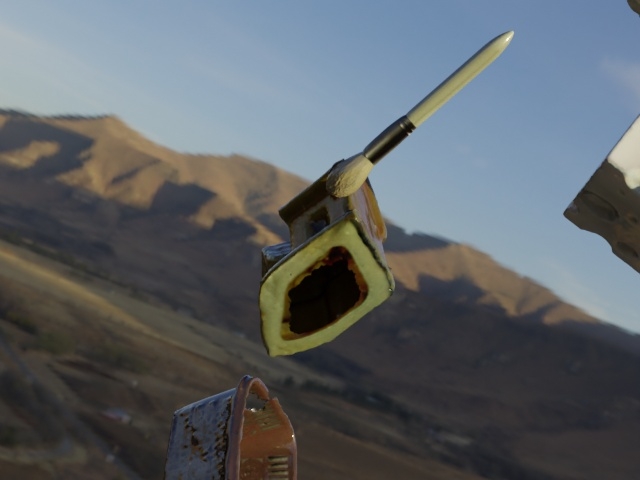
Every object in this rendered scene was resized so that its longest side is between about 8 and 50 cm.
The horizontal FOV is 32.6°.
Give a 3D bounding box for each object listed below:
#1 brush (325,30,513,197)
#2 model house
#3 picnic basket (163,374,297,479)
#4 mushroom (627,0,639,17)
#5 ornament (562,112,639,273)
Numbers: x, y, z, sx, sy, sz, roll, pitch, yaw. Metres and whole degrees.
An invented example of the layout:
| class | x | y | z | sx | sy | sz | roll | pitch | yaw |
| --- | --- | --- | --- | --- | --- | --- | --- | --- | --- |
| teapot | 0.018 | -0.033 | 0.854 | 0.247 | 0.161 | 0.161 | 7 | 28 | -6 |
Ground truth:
| class | x | y | z | sx | sy | sz | roll | pitch | yaw |
| --- | --- | --- | --- | --- | --- | --- | --- | --- | --- |
| brush | 0.119 | -0.158 | 1.350 | 0.039 | 0.299 | 0.042 | 31 | 21 | -52 |
| model house | -0.011 | 0.003 | 1.568 | 0.173 | 0.268 | 0.239 | 36 | 32 | -35 |
| picnic basket | -0.123 | 0.339 | 1.416 | 0.129 | 0.297 | 0.222 | -10 | -39 | 14 |
| mushroom | 0.482 | -0.315 | 1.347 | 0.225 | 0.116 | 0.093 | 8 | -21 | 16 |
| ornament | 0.498 | -0.081 | 1.406 | 0.240 | 0.240 | 0.239 | 39 | -13 | 10 |
